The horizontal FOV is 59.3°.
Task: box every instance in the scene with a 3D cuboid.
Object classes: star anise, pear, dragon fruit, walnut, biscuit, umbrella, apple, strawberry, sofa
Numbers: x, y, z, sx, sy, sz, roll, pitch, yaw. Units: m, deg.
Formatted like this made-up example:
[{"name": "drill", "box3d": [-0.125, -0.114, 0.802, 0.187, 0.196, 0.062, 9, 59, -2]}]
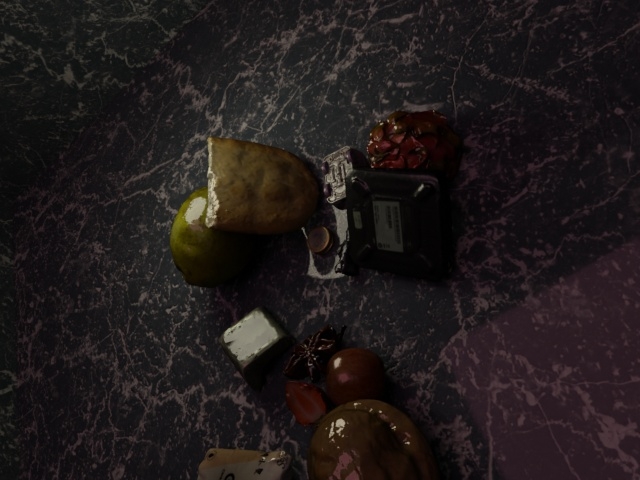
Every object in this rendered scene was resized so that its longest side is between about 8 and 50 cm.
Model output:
[{"name": "star anise", "box3d": [-0.013, 0.384, 1.844, 0.220, 0.125, 0.190, -26, 16, 33]}, {"name": "pear", "box3d": [-0.404, -0.019, 2.168, 0.352, 0.352, 0.412, 13, 86, 39]}, {"name": "dragon fruit", "box3d": [0.286, -0.297, 1.794, 0.296, 0.263, 0.314, -52, 50, 9]}, {"name": "walnut", "box3d": [0.128, 0.630, 1.496, 0.384, 0.384, 0.383, -14, 65, 33]}, {"name": "biscuit", "box3d": [-0.221, -0.197, 2.065, 0.104, 0.447, 0.429, 110, 165, -49]}, {"name": "umbrella", "box3d": [0.100, 0.014, 1.951, 0.071, 0.080, 0.224, 150, 135, -67]}, {"name": "apple", "box3d": [0.104, 0.420, 1.703, 0.174, 0.188, 0.188, 7, 73, -4]}, {"name": "strawberry", "box3d": [-0.045, 0.522, 1.826, 0.146, 0.082, 0.187, -42, 91, 15]}, {"name": "sofa", "box3d": [-0.221, 0.389, 2.041, 0.225, 0.176, 0.210, -38, 49, -16]}]

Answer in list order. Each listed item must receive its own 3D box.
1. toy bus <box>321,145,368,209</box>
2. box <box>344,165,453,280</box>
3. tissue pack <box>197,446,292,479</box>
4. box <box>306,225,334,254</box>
[{"name": "toy bus", "box3d": [0.099, -0.212, 1.982, 0.142, 0.142, 0.202, -21, 61, 30]}, {"name": "box", "box3d": [0.236, -0.053, 1.743, 0.351, 0.091, 0.358, 7, 113, 36]}, {"name": "tissue pack", "box3d": [-0.268, 0.875, 1.831, 0.390, 0.195, 0.375, -15, 52, 32]}, {"name": "box", "box3d": [0.000, 0.000, 2.046, 0.106, 0.037, 0.105, -15, 65, 33]}]
